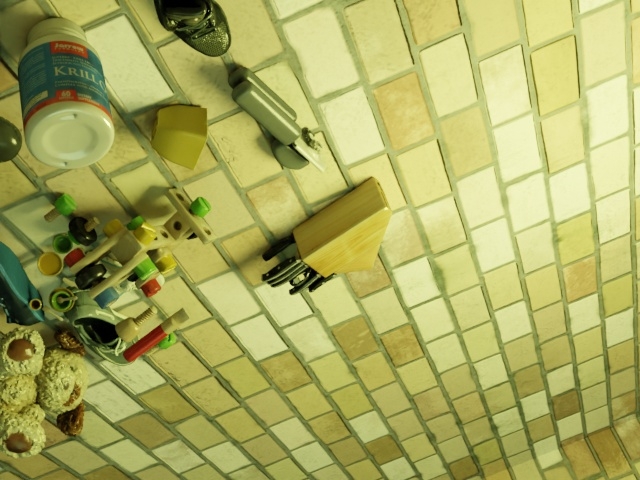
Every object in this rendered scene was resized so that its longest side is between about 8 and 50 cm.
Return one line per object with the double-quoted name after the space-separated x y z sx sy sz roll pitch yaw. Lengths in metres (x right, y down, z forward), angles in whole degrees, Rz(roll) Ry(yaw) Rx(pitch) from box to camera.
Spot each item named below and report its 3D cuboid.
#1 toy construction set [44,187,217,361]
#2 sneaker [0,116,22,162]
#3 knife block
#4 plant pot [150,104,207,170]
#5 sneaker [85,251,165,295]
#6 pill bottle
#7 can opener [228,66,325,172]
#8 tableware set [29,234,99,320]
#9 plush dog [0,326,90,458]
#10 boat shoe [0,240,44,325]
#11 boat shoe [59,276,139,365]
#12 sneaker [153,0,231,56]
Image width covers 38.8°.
-0.296 0.035 1.641 0.237 0.309 0.257 -36 149 13 "toy construction set"
-0.628 -0.126 1.397 0.331 0.146 0.122 -1 138 -25 "sneaker"
0.000 0.000 1.884 0.242 0.088 0.275 -6 142 -19 "knife block"
-0.245 -0.182 1.554 0.083 0.081 0.081 12 134 -20 "plant pot"
-0.397 0.085 1.818 0.191 0.083 0.071 11 132 -36 "sneaker"
-0.375 -0.221 1.322 0.124 0.221 0.124 -13 143 -10 "pill bottle"
-0.077 -0.198 1.610 0.093 0.074 0.280 -29 142 14 "can opener"
-0.497 0.071 1.726 0.104 0.024 0.154 33 93 -9 "tableware set"
-0.592 0.304 1.902 0.225 0.262 0.211 0 179 -42 "plush dog"
-0.603 0.100 1.725 0.089 0.109 0.258 -13 141 -4 "boat shoe"
-0.461 0.198 1.916 0.116 0.099 0.319 -18 143 -2 "boat shoe"
-0.192 -0.330 1.348 0.087 0.130 0.227 -21 145 5 "sneaker"
